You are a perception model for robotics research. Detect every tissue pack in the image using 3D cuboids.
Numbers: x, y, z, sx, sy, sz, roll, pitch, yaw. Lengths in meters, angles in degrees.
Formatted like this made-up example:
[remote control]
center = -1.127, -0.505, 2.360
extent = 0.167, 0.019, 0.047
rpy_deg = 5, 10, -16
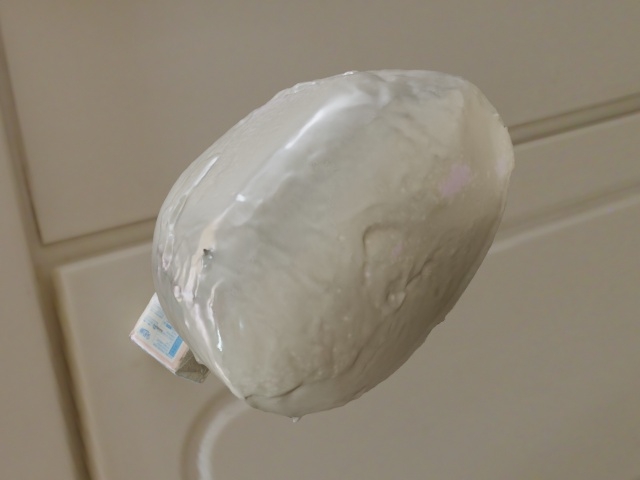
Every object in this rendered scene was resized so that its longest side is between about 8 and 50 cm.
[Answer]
[tissue pack]
center = -0.152, 0.104, 1.423
extent = 0.094, 0.058, 0.074
rpy_deg = 32, 89, 42

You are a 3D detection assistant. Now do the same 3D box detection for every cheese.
[cheese]
center = 0.000, 0.000, 0.716
extent = 0.154, 0.198, 0.189
rpy_deg = 49, 166, -25
